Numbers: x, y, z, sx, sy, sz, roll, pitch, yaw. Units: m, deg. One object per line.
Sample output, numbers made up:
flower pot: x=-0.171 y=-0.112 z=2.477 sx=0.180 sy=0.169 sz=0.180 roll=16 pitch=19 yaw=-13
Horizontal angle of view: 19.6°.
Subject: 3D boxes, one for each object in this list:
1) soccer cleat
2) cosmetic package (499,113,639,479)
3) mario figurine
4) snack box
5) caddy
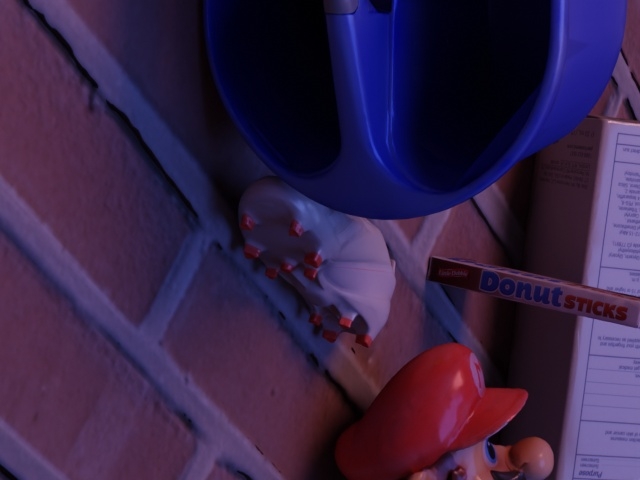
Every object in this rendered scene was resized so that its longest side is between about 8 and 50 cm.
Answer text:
soccer cleat: x=0.000 y=0.000 z=1.225 sx=0.196 sy=0.068 sz=0.076 roll=55 pitch=49 yaw=-54
cosmetic package: x=0.249 y=0.059 z=1.493 sx=0.160 sy=0.113 sz=0.309 roll=6 pitch=95 yaw=-21
mario figurine: x=0.127 y=0.226 z=1.310 sx=0.170 sy=0.198 sz=0.321 roll=-18 pitch=102 yaw=-35
snack box: x=0.170 y=0.039 z=1.370 sx=0.064 sy=0.178 sz=0.022 roll=5 pitch=96 yaw=-55
caddy: x=0.051 y=-0.186 z=1.098 sx=0.179 sy=0.241 sz=0.341 roll=-19 pitch=112 yaw=-57
